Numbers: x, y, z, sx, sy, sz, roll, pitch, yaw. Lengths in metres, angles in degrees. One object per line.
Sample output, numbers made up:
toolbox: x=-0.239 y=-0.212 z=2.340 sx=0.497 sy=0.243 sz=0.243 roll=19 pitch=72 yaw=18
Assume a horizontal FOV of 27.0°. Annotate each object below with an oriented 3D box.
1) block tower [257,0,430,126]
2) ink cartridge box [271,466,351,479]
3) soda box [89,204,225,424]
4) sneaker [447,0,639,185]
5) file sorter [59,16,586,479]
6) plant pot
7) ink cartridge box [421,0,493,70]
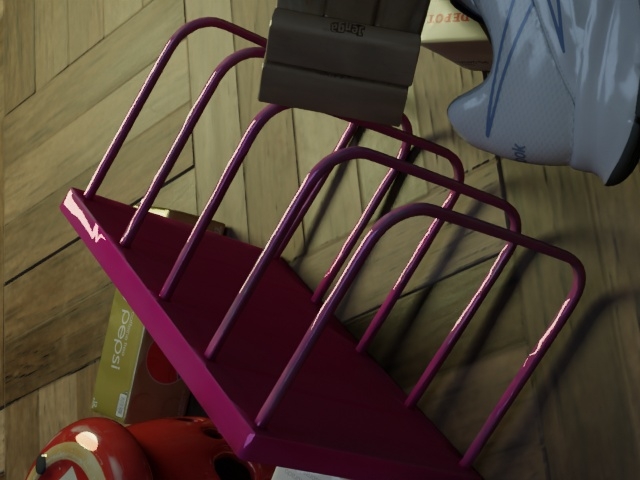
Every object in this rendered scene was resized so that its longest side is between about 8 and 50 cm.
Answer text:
block tower: x=0.034 y=-0.219 z=0.882 sx=0.335 sy=0.097 sz=0.091 roll=-82 pitch=3 yaw=-45
ink cartridge box: x=0.015 y=0.245 z=0.861 sx=0.139 sy=0.082 sz=0.191 roll=26 pitch=98 yaw=33
soda box: x=-0.137 y=0.064 z=1.126 sx=0.058 sy=0.061 sz=0.181 roll=10 pitch=86 yaw=50
sneaker: x=0.142 y=-0.184 z=0.780 sx=0.129 sy=0.111 sz=0.297 roll=6 pitch=87 yaw=16
file sorter: x=0.000 y=0.000 z=0.885 sx=0.182 sy=0.202 sz=0.291 roll=-59 pitch=43 yaw=14
plant pot: x=-0.121 y=0.222 z=0.978 sx=0.191 sy=0.174 sz=0.191 roll=-18 pitch=66 yaw=48
ink cartridge box: x=0.133 y=-0.195 z=0.891 sx=0.109 sy=0.063 sz=0.150 roll=7 pitch=83 yaw=49
